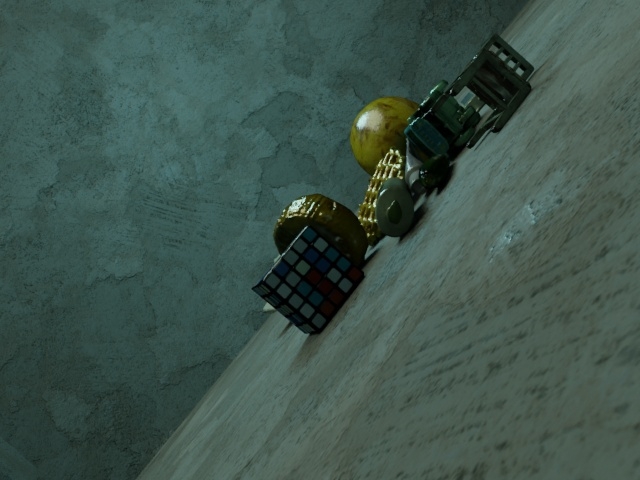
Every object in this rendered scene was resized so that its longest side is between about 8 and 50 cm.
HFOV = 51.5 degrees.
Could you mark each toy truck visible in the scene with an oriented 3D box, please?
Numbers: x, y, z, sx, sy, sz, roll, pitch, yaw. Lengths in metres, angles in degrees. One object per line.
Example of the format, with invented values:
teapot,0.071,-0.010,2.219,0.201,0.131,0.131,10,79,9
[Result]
toy truck,0.319,-0.313,1.769,0.156,0.155,0.279,-45,4,30

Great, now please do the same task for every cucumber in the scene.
cucumber,0.271,-0.166,1.559,0.069,0.069,0.227,-49,-3,24

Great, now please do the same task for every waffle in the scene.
waffle,0.165,-0.118,1.830,0.291,0.051,0.291,-55,24,40

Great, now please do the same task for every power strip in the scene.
power strip,0.500,-0.459,2.120,0.106,0.043,0.367,-50,2,16

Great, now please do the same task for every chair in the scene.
chair,0.382,-0.351,1.450,0.270,0.136,0.147,-49,3,-15

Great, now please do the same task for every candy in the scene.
candy,0.000,0.000,1.747,0.260,0.259,0.118,-48,6,49

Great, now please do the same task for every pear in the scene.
pear,0.231,-0.303,2.016,0.281,0.280,0.281,-50,2,2

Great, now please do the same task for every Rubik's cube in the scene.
Rubik's cube,-0.031,0.099,1.589,0.182,0.187,0.184,-50,5,-16

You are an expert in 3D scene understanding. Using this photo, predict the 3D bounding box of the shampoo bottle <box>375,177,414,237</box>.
shampoo bottle,0.168,-0.073,1.501,0.234,0.086,0.118,-61,-28,-77

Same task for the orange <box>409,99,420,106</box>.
orange,0.271,-0.359,2.302,0.261,0.261,0.261,-50,2,2

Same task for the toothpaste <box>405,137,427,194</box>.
toothpaste,0.254,-0.182,1.708,0.282,0.068,0.099,-72,-22,-64

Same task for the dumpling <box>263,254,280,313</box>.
dumpling,-0.099,0.137,2.283,0.318,0.187,0.243,-44,3,45
